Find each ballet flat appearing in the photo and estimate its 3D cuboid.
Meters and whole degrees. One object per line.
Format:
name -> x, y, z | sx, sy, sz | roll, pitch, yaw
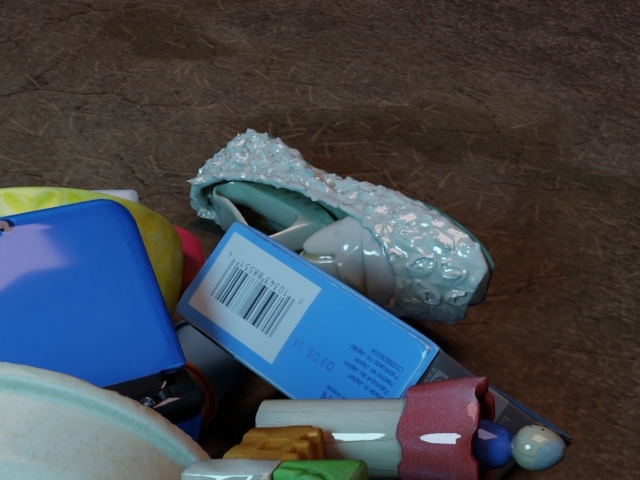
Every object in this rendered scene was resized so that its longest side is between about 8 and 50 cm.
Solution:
ballet flat -> 0.000, 0.000, 1.467 | 0.147, 0.147, 0.409 | -18, 31, -36

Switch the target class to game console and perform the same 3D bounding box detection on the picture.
game console -> -0.255, 0.135, 1.041 | 0.293, 0.250, 0.173 | -12, 40, -30

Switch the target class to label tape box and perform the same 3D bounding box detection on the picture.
label tape box -> 0.059, 0.128, 1.238 | 0.240, 0.106, 0.333 | 32, -2, 36

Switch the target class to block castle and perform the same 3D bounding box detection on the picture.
block castle -> 0.024, 0.267, 0.737 | 0.212, 0.303, 0.453 | -2, 7, 15

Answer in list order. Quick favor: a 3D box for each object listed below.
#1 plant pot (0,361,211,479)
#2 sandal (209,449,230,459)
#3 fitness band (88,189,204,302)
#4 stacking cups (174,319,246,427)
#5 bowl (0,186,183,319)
plant pot -> -0.216, 0.290, 0.779 | 0.333, 0.334, 0.305 | 4, 41, -5
sandal -> -0.071, 0.239, 1.118 | 0.090, 0.060, 0.219 | 11, 16, -7
fitness band -> -0.256, 0.025, 1.295 | 0.290, 0.209, 0.054 | -1, 63, -13
stacking cups -> -0.121, 0.129, 1.272 | 0.096, 0.096, 0.316 | 17, 37, 15
bowl -> -0.257, 0.086, 1.181 | 0.289, 0.289, 0.156 | -2, 66, -15
